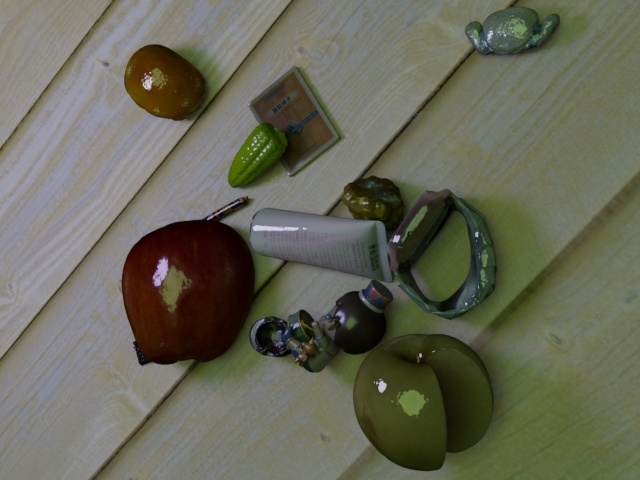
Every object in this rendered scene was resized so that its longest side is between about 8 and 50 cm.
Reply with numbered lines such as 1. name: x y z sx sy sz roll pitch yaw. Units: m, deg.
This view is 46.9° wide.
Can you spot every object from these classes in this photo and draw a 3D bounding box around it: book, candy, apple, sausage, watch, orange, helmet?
1. book: -0.071 -0.308 1.901 0.170 0.018 0.242 -36 70 16
2. candy: -0.172 -0.209 1.889 0.209 0.096 0.097 -44 68 31
3. apple: 0.215 0.336 1.548 0.291 0.292 0.254 5 114 25
4. sausage: -0.269 -0.068 1.954 0.198 0.025 0.028 -28 31 20
5. watch: 0.281 0.039 1.632 0.241 0.161 0.253 36 99 16
6. orange: -0.437 -0.433 2.003 0.237 0.158 0.179 39 98 23
7. apple: -0.347 0.133 1.893 0.328 0.295 0.365 -15 73 53
8. helmet: -0.107 0.240 1.818 0.123 0.070 0.098 10 81 33

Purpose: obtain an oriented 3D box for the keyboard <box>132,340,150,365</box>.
1. keyboard: -0.405 0.272 1.975 0.231 0.023 0.072 -20 78 21

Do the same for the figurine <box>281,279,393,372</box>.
1. figurine: 0.051 0.195 1.712 0.275 0.161 0.158 -26 59 15

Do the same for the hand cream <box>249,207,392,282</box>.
1. hand cream: 0.000 0.000 1.770 0.358 0.118 0.186 10 131 25

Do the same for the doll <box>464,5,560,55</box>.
1. doll: 0.429 -0.473 1.666 0.213 0.071 0.104 0 82 28

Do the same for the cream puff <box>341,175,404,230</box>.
1. cream puff: 0.125 -0.079 1.733 0.146 0.146 0.116 12 127 25
